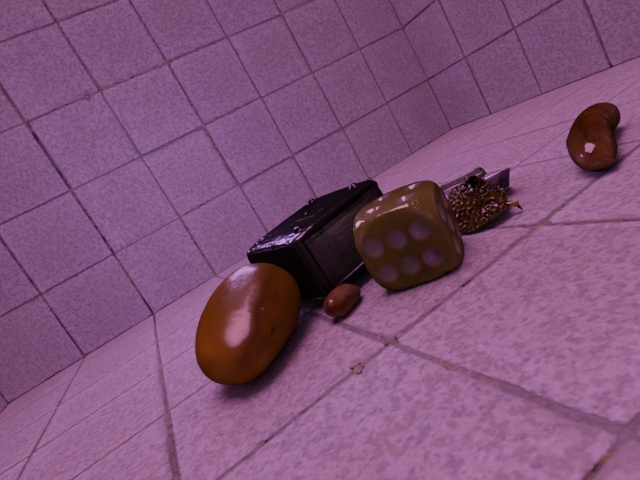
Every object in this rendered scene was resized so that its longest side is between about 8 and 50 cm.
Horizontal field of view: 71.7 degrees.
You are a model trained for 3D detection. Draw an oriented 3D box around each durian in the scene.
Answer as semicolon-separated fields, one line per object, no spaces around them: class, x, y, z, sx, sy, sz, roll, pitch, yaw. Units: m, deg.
durian;0.472;-0.120;1.333;0.193;0.137;0.237;-37;14;-37

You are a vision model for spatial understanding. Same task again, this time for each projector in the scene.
projector;0.000;0.000;1.529;0.405;0.242;0.395;-39;16;-30

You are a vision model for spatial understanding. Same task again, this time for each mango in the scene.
mango;-0.201;0.230;1.246;0.300;0.232;0.445;-25;22;12

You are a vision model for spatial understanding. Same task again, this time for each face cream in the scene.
face cream;0.509;-0.154;1.500;0.274;0.096;0.154;-25;-28;13

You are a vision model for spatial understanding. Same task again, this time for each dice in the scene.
dice;0.243;-0.017;1.221;0.238;0.226;0.233;-23;14;26

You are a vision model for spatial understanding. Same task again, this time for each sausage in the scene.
sausage;0.841;-0.324;1.370;0.136;0.123;0.501;12;33;29

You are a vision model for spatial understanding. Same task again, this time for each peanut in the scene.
peanut;0.063;0.165;1.250;0.076;0.076;0.152;-21;8;40

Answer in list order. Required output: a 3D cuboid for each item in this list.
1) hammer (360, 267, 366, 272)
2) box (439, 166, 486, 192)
hammer;0.039;0.137;1.552;0.290;0.037;0.137;-27;12;17
box;0.530;-0.185;1.613;0.172;0.092;0.124;-26;11;19
